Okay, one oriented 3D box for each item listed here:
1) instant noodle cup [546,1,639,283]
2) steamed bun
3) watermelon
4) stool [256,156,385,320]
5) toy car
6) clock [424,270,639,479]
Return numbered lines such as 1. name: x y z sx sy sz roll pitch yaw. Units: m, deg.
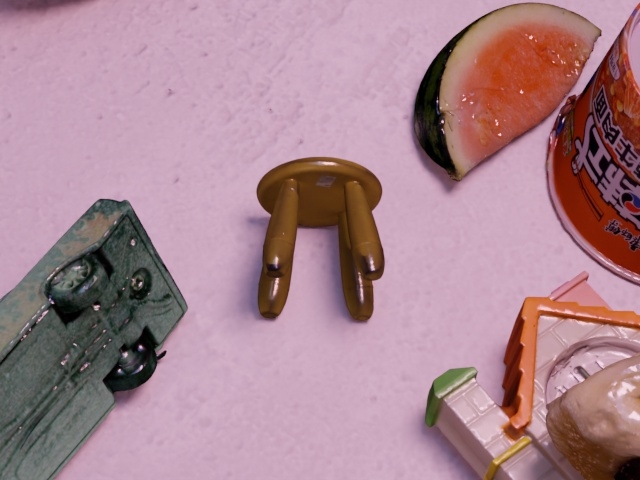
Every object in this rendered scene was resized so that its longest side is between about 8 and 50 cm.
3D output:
1. instant noodle cup: 0.340 -0.106 1.385 0.250 0.192 0.250 2 59 -4
2. steamed bun: 0.272 0.159 1.149 0.172 0.141 0.155 -18 72 -9
3. watermelon: 0.168 -0.153 1.479 0.119 0.063 0.245 43 59 4
4. stool: 0.000 0.000 1.341 0.134 0.135 0.111 -20 56 35
5. toy car: -0.237 0.120 1.243 0.097 0.141 0.321 17 56 37
6. clock: 0.240 0.157 1.273 0.219 0.106 0.255 -33 68 -21
